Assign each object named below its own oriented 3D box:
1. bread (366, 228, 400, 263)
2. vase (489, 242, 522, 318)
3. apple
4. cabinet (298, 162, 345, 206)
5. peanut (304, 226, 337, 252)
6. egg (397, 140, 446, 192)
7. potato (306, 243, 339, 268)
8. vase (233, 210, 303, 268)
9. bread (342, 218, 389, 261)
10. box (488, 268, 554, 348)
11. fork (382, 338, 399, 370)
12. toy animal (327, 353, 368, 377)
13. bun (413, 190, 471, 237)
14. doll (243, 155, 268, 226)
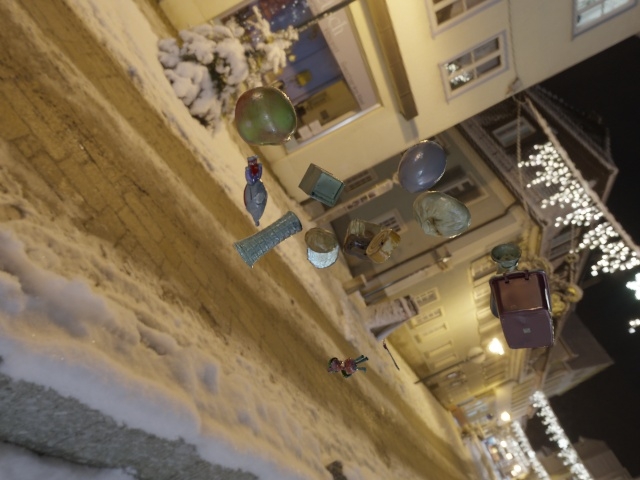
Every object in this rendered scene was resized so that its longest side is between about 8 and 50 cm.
[{"bbox_3d":[0.252,0.019,1.876,0.073,0.149,0.122,38,-5,-17],"label":"bread"},{"bbox_3d":[0.795,0.173,1.916,0.173,0.173,0.321,-107,180,-59],"label":"vase"},{"bbox_3d":[-0.277,-0.620,2.279,0.319,0.319,0.277,-59,144,-83],"label":"apple"},{"bbox_3d":[0.004,-0.277,2.295,0.145,0.150,0.206,26,10,-24],"label":"cabinet"},{"bbox_3d":[0.000,0.000,1.992,0.159,0.140,0.109,14,87,-71],"label":"peanut"},{"bbox_3d":[0.339,-0.246,1.525,0.146,0.199,0.146,32,-24,17],"label":"egg"},{"bbox_3d":[0.001,0.036,2.161,0.081,0.164,0.200,-114,-177,-57],"label":"potato"},{"bbox_3d":[-0.227,-0.013,2.050,0.143,0.299,0.143,50,-16,20],"label":"vase"},{"bbox_3d":[0.216,0.010,2.121,0.192,0.209,0.110,107,1,-54],"label":"bread"},{"bbox_3d":[0.719,0.252,1.610,0.294,0.193,0.167,57,33,-40],"label":"box"},{"bbox_3d":[0.208,0.340,1.353,0.016,0.012,0.115,-37,105,-40],"label":"fork"},{"bbox_3d":[0.126,0.574,2.063,0.103,0.208,0.100,60,38,-11],"label":"toy animal"},{"bbox_3d":[0.414,-0.076,1.591,0.222,0.127,0.222,28,-10,5],"label":"bun"},{"bbox_3d":[-0.208,-0.153,1.444,0.102,0.075,0.228,-37,128,-64],"label":"doll"}]
